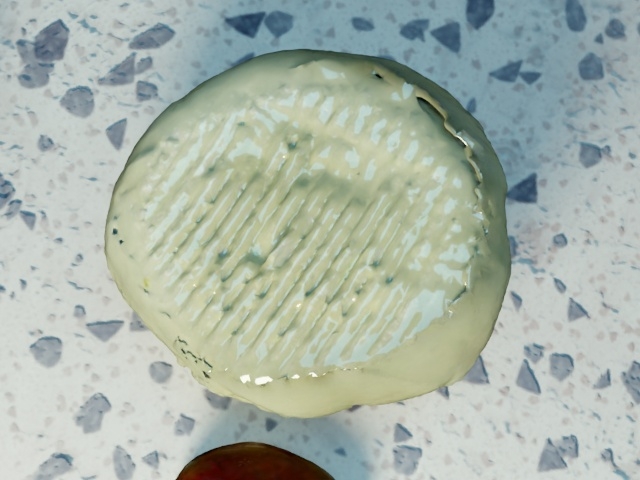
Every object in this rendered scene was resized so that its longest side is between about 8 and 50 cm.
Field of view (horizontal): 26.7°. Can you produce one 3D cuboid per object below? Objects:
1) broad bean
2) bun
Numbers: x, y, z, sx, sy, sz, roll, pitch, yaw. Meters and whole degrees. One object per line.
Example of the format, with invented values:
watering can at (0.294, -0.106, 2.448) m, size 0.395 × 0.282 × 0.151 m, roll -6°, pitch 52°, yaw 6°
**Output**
broad bean at (-0.051, 0.241, 1.213) m, size 0.165 × 0.084 × 0.114 m, roll 30°, pitch 93°, yaw -3°
bun at (0.000, 0.000, 1.212) m, size 0.359 × 0.211 × 0.360 m, roll -2°, pitch 73°, yaw 7°
